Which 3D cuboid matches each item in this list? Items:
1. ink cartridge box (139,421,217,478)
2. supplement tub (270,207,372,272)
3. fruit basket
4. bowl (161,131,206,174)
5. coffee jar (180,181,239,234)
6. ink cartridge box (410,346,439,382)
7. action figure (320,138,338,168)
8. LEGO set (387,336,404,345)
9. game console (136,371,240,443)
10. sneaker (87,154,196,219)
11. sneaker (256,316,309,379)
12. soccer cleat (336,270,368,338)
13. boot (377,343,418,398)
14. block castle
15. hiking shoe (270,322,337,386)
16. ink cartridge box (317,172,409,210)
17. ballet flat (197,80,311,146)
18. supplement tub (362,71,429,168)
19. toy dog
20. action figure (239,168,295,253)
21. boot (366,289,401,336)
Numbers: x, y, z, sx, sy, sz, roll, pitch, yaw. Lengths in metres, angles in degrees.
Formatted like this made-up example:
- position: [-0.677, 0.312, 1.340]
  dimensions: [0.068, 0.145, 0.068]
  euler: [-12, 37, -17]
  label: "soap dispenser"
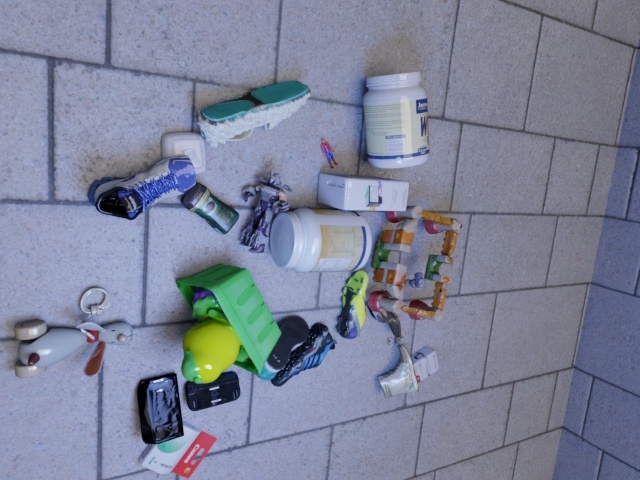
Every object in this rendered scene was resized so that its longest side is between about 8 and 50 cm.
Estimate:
- position: [-0.495, 0.751, 1.764]
  dimensions: [0.224, 0.056, 0.181]
  euler: [42, 79, -30]
  label: "ink cartridge box"
- position: [0.000, 0.000, 1.778]
  dimensions: [0.316, 0.228, 0.228]
  euler: [1, 101, -31]
  label: "supplement tub"
- position: [-0.338, 0.302, 1.610]
  dimensions: [0.392, 0.282, 0.392]
  euler: [-4, 96, -43]
  label: "fruit basket"
- position: [-0.425, -0.271, 1.561]
  dimensions: [0.142, 0.053, 0.142]
  euler: [-8, 105, -28]
  label: "bowl"
- position: [-0.362, -0.106, 1.622]
  dimensions: [0.184, 0.079, 0.096]
  euler: [42, 81, -32]
  label: "coffee jar"
- position: [0.466, 0.577, 2.295]
  dimensions: [0.150, 0.063, 0.109]
  euler: [-24, 113, -25]
  label: "ink cartridge box"
- position: [0.032, -0.325, 1.839]
  dimensions: [0.038, 0.030, 0.115]
  euler: [-36, 116, -13]
  label: "action figure"
- position: [0.334, 0.442, 2.211]
  dimensions: [0.083, 0.023, 0.054]
  euler: [13, 93, -19]
  label: "LEGO set"
- position: [-0.445, 0.558, 1.724]
  dimensions: [0.361, 0.044, 0.213]
  euler: [-5, 86, -34]
  label: "game console"
- position: [-0.509, -0.135, 1.439]
  dimensions: [0.315, 0.182, 0.128]
  euler: [-20, 119, -15]
  label: "sneaker"
- position: [-0.162, 0.413, 1.847]
  dimensions: [0.124, 0.178, 0.295]
  euler: [48, 35, -1]
  label: "sneaker"
- position: [0.146, 0.260, 2.017]
  dimensions: [0.121, 0.093, 0.289]
  euler: [8, 99, -43]
  label: "soccer cleat"
- position: [0.330, 0.579, 2.189]
  dimensions: [0.165, 0.077, 0.213]
  euler: [-15, 85, 3]
  label: "boot"
- position: [0.367, 0.090, 2.014]
  dimensions: [0.302, 0.212, 0.454]
  euler: [14, 86, -29]
  label: "block castle"
- position: [-0.058, 0.467, 1.922]
  dimensions: [0.304, 0.113, 0.132]
  euler: [-41, 118, -16]
  label: "hiking shoe"
- position: [0.154, -0.179, 1.842]
  dimensions: [0.278, 0.201, 0.117]
  euler: [-1, 102, -31]
  label: "ink cartridge box"
- position: [-0.217, -0.412, 1.620]
  dimensions: [0.408, 0.147, 0.147]
  euler: [-26, 114, -28]
  label: "ballet flat"
- position: [0.279, -0.445, 1.834]
  dimensions: [0.235, 0.235, 0.325]
  euler: [-16, 110, -27]
  label: "supplement tub"
- position: [-0.728, 0.304, 1.451]
  dimensions: [0.333, 0.161, 0.220]
  euler: [-27, 115, -23]
  label: "toy dog"
- position: [-0.190, -0.104, 1.680]
  dimensions: [0.099, 0.185, 0.285]
  euler: [6, 105, -51]
  label: "action figure"
- position: [0.270, 0.330, 2.118]
  dimensions: [0.106, 0.082, 0.219]
  euler: [-23, 103, -14]
  label: "boot"
